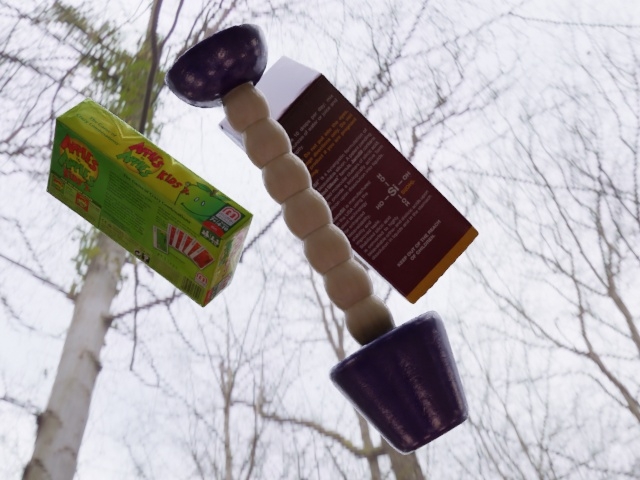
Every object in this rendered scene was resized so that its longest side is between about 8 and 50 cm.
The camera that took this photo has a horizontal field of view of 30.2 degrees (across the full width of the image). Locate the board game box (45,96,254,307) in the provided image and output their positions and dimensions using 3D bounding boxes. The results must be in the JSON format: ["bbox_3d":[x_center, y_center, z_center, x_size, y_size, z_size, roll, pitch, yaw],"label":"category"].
[{"bbox_3d":[-0.148,-0.032,1.009,0.181,0.043,0.092,35,-43,13],"label":"board game box"}]

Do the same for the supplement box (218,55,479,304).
[{"bbox_3d":[0.022,-0.049,0.929,0.081,0.104,0.188,-47,-65,0],"label":"supplement box"}]

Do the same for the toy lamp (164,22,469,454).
[{"bbox_3d":[0.000,0.000,0.720,0.080,0.080,0.274,-33,-98,9],"label":"toy lamp"}]
